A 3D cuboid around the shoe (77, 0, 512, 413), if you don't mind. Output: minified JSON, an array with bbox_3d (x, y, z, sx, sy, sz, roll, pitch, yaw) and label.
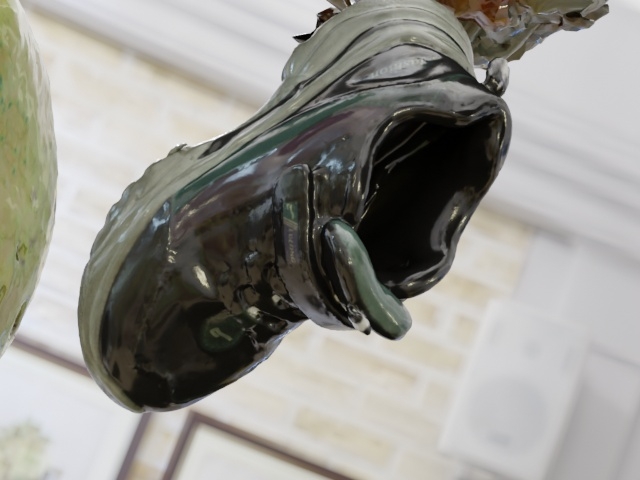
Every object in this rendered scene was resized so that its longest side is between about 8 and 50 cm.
[{"bbox_3d":[0.000,0.000,0.625,0.071,0.169,0.099,46,-2,-35],"label":"shoe"}]

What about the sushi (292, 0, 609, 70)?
[{"bbox_3d":[0.095,-0.267,0.869,0.417,0.417,0.176,15,-19,22],"label":"sushi"}]

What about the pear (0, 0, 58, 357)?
[{"bbox_3d":[-0.322,-0.045,1.096,0.391,0.391,0.391,20,-16,6],"label":"pear"}]
